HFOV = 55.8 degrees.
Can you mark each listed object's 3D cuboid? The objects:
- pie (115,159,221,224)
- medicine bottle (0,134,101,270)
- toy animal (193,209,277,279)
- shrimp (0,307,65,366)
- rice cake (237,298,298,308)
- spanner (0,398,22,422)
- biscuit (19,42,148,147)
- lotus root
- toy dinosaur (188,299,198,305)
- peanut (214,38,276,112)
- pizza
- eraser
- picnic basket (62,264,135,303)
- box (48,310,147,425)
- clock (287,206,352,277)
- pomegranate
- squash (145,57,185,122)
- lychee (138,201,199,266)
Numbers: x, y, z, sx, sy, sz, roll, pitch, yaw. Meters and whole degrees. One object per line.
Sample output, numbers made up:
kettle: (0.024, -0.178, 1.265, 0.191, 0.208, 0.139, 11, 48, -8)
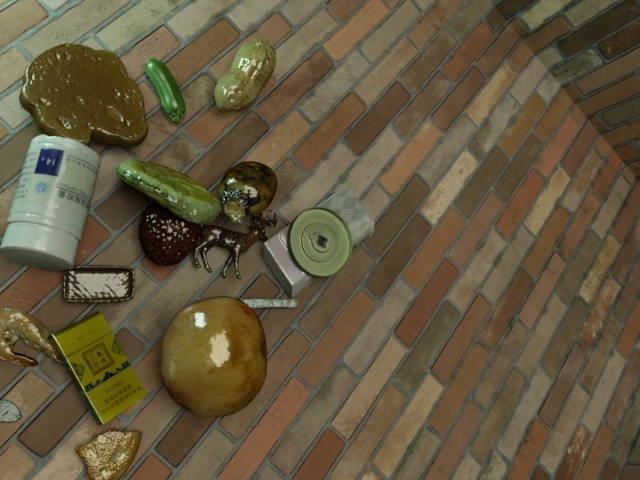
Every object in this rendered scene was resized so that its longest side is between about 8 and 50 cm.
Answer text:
pie: (-0.439, -0.151, 1.774, 0.323, 0.323, 0.070, 25, 103, -20)
medicine bottle: (-0.729, -0.098, 1.641, 0.190, 0.190, 0.331, 15, 72, -23)
toy animal: (-0.269, -0.009, 1.917, 0.244, 0.087, 0.259, 21, 72, -23)
shrimp: (-0.781, 0.277, 1.607, 0.236, 0.053, 0.133, 40, 68, -15)
rice cake: (-0.172, 0.204, 1.939, 0.211, 0.043, 0.034, 2, 84, -26)
spanner: (-0.926, 0.439, 1.510, 0.326, 0.026, 0.093, 9, 73, -24)
biscuit: (-0.679, -0.412, 1.777, 0.381, 0.074, 0.359, 44, 53, -4)
lotus root: (-0.225, -0.172, 1.912, 0.170, 0.141, 0.314, 21, 32, 2)
toy dinosaur: (-0.381, 0.215, 1.843, 0.062, 0.021, 0.083, 44, 61, -26)
peanut: (-0.249, -0.545, 2.015, 0.140, 0.153, 0.325, 34, 59, -11)
pizza: (-0.587, 0.584, 1.634, 0.161, 0.062, 0.182, 29, 72, -26)
eraser: (0.000, 0.000, 2.052, 0.397, 0.082, 0.213, -37, 95, -29)
picnic basket: (-0.630, 0.126, 1.717, 0.194, 0.055, 0.110, 3, 78, -27)
box: (-0.609, 0.347, 1.660, 0.153, 0.041, 0.278, -31, 94, -48)
clock: (0.001, 0.005, 1.986, 0.235, 0.029, 0.234, 6, 76, -26)
pomegranate: (-0.312, 0.323, 1.704, 0.339, 0.338, 0.337, 6, 75, -26)
squash: (-0.489, -0.479, 1.924, 0.077, 0.068, 0.219, -23, 89, -45)
lychee: (-0.451, -0.016, 1.781, 0.188, 0.188, 0.188, 6, 75, -26)
